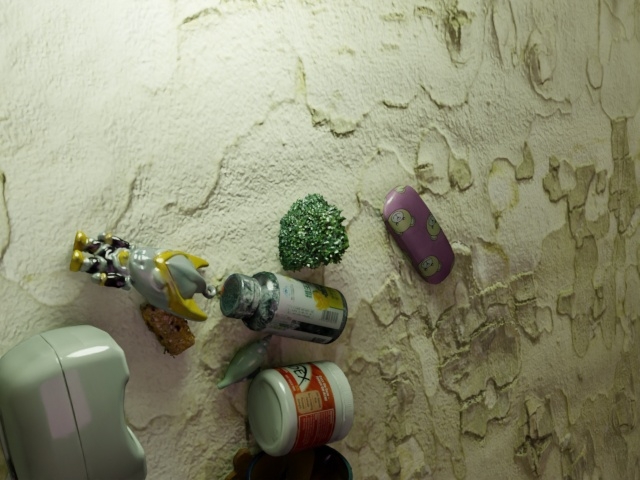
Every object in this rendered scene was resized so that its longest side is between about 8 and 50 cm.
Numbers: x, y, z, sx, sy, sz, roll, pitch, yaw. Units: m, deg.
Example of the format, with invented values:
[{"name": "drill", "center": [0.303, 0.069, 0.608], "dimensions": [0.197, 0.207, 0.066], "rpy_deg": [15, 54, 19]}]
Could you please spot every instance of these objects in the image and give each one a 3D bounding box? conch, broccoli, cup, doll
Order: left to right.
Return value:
[{"name": "doll", "center": [-0.356, 0.062, 1.361], "dimensions": [0.316, 0.145, 0.103], "rpy_deg": [19, 112, -29]}, {"name": "conch", "center": [-0.173, 0.286, 1.549], "dimensions": [0.065, 0.088, 0.180], "rpy_deg": [42, 76, 14]}, {"name": "cup", "center": [-0.073, 0.673, 1.532], "dimensions": [0.308, 0.242, 0.292], "rpy_deg": [-18, 119, -38]}, {"name": "broccoli", "center": [0.000, 0.000, 1.559], "dimensions": [0.194, 0.194, 0.220], "rpy_deg": [33, 117, -33]}]

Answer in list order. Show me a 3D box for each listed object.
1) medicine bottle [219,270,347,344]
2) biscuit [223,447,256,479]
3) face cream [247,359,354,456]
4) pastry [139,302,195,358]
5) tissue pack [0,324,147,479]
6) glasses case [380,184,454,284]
[{"name": "medicine bottle", "center": [-0.086, 0.154, 1.532], "dimensions": [0.293, 0.141, 0.141], "rpy_deg": [16, 88, -35]}, {"name": "biscuit", "center": [-0.143, 0.576, 1.621], "dimensions": [0.205, 0.031, 0.138], "rpy_deg": [19, 96, -35]}, {"name": "face cream", "center": [-0.051, 0.393, 1.555], "dimensions": [0.187, 0.201, 0.201], "rpy_deg": [-3, 98, -34]}, {"name": "pastry", "center": [-0.331, 0.184, 1.425], "dimensions": [0.080, 0.056, 0.140], "rpy_deg": [-33, 117, -25]}, {"name": "tissue pack", "center": [-0.483, 0.343, 1.237], "dimensions": [0.236, 0.229, 0.333], "rpy_deg": [-16, 106, -34]}, {"name": "glasses case", "center": [0.269, -0.013, 1.787], "dimensions": [0.123, 0.076, 0.316], "rpy_deg": [-48, 120, -19]}]
